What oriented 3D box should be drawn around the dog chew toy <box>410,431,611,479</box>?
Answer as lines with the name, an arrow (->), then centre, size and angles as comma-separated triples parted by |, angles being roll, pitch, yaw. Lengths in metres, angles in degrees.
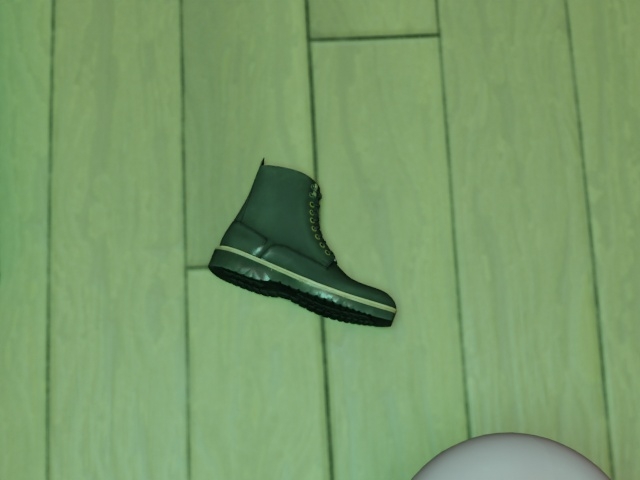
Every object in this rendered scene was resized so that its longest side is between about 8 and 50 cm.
dog chew toy -> 0.150, 0.274, 0.995 | 0.207, 0.332, 0.206 | 0, 77, -1

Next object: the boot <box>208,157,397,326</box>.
boot -> 0.000, 0.000, 1.196 | 0.198, 0.077, 0.137 | 20, 72, 3
